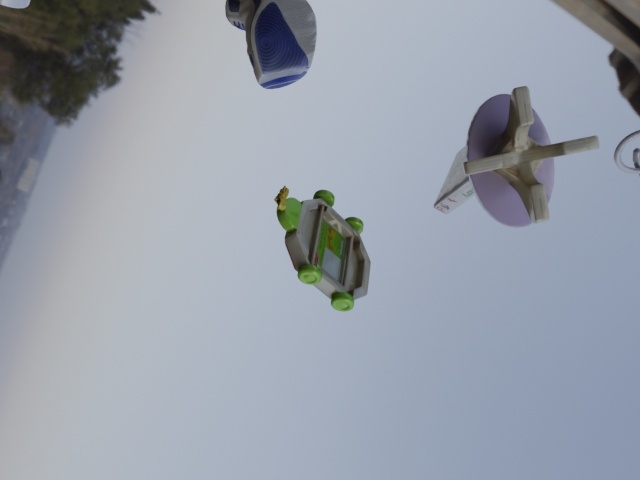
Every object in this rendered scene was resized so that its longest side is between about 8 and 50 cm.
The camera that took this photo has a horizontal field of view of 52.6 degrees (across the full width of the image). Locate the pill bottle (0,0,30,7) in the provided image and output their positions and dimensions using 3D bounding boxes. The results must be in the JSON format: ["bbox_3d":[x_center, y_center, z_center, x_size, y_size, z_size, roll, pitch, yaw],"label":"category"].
[{"bbox_3d":[-0.697,-0.684,1.480,0.272,0.152,0.152,-58,-154,31],"label":"pill bottle"}]

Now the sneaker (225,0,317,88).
[{"bbox_3d":[-0.101,-0.427,1.229,0.182,0.127,0.316,138,-59,-73],"label":"sneaker"}]

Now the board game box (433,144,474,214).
[{"bbox_3d":[0.412,-0.200,1.734,0.193,0.053,0.305,-63,-176,-17],"label":"board game box"}]

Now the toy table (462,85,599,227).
[{"bbox_3d":[0.394,-0.160,1.274,0.252,0.274,0.161,-22,-176,1],"label":"toy table"}]

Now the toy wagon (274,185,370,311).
[{"bbox_3d":[0.000,0.000,1.554,0.068,0.344,0.267,-26,-143,34],"label":"toy wagon"}]

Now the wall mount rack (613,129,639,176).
[{"bbox_3d":[0.780,-0.271,1.336,0.131,0.349,0.304,-85,165,-49],"label":"wall mount rack"}]
